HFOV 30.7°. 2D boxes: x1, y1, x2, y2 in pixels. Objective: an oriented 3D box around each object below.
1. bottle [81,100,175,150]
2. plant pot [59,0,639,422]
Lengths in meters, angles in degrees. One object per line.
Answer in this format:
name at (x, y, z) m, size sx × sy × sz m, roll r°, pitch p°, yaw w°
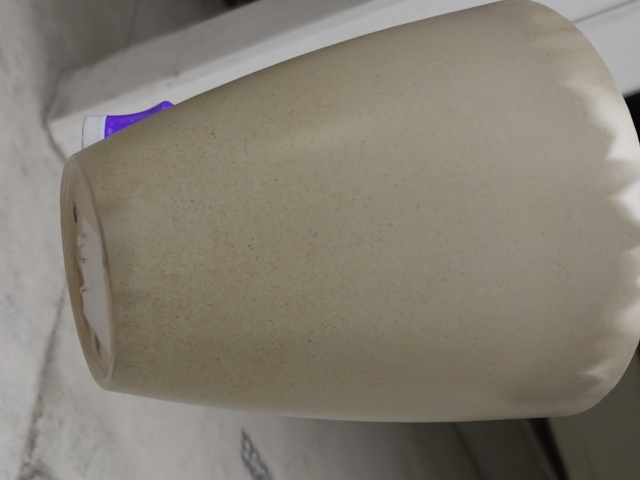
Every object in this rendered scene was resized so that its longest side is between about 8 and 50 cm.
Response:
bottle at (-0.067, -0.077, 1.038) m, size 0.092 × 0.283 × 0.118 m, roll -99°, pitch -168°, yaw -58°
plant pot at (0.000, 0.000, 0.670) m, size 0.256 × 0.274 × 0.256 m, roll 171°, pitch -90°, yaw -68°
